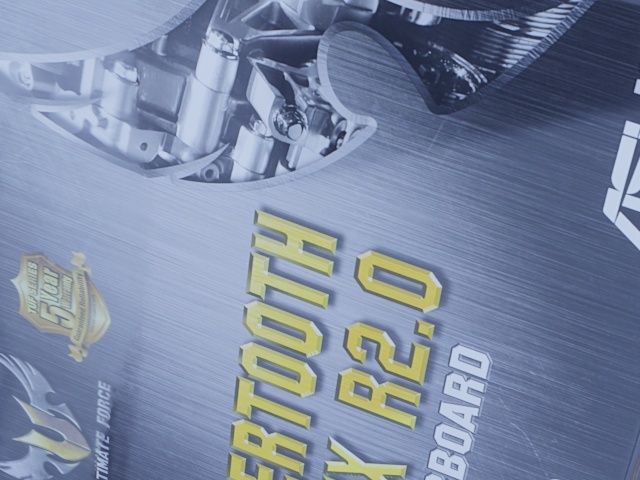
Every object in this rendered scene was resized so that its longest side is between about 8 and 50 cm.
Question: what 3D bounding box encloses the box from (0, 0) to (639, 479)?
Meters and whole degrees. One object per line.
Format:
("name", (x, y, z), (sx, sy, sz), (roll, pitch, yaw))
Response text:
("box", (0.000, 0.000, 0.417), (0.183, 0.056, 0.231), (20, 129, 14))
